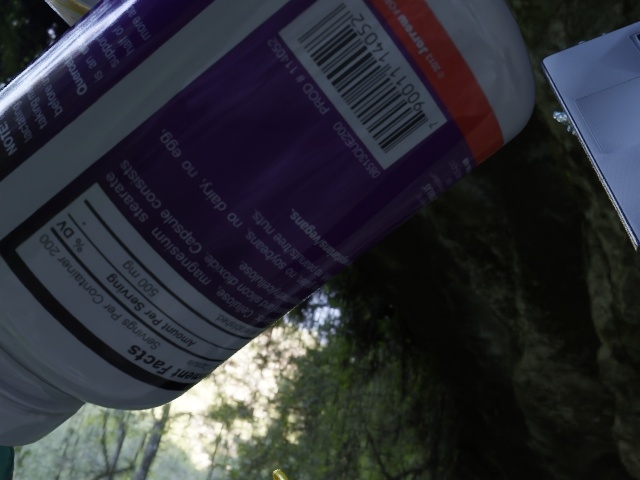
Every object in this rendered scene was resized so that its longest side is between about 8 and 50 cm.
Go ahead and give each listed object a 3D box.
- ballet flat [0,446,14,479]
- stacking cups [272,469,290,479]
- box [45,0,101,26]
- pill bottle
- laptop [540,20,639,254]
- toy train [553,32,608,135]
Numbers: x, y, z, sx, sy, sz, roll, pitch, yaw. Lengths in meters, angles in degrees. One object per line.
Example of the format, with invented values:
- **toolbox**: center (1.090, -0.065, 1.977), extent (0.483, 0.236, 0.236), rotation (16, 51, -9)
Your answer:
- **ballet flat**: center (-0.308, 0.214, 0.665), extent (0.073, 0.080, 0.232), rotation (32, -46, 24)
- **stacking cups**: center (-0.142, 0.256, 0.470), extent (0.316, 0.096, 0.096), rotation (-24, -22, -17)
- **box**: center (-0.164, -0.226, 0.667), extent (0.103, 0.114, 0.203), rotation (29, -2, 1)
- **pill bottle**: center (-0.065, -0.038, 0.400), extent (0.323, 0.181, 0.181), rotation (-38, -46, 8)
- **laptop**: center (0.437, -0.248, 0.754), extent (0.408, 0.382, 0.236), rotation (-19, -52, 14)
- **toy train**: center (0.454, -0.213, 1.129), extent (0.190, 0.142, 0.334), rotation (13, 12, 11)
